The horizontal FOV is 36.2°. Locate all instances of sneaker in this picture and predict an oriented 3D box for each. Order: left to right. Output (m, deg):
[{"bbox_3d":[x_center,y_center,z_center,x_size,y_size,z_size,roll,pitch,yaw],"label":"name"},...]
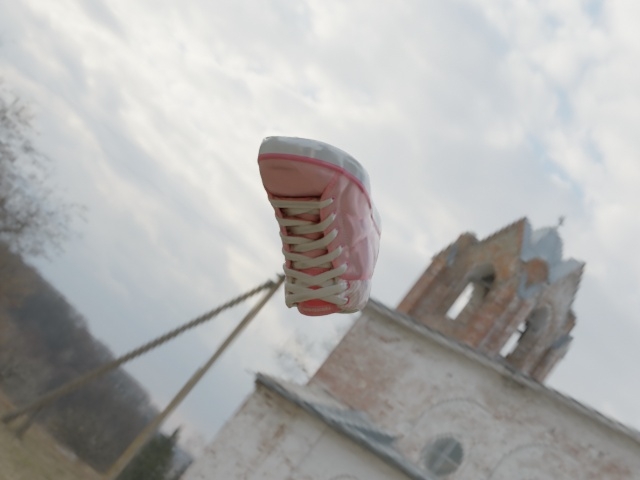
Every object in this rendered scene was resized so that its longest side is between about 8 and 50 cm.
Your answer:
[{"bbox_3d":[0.000,0.000,0.519,0.051,0.070,0.134,4,-21,20],"label":"sneaker"}]
